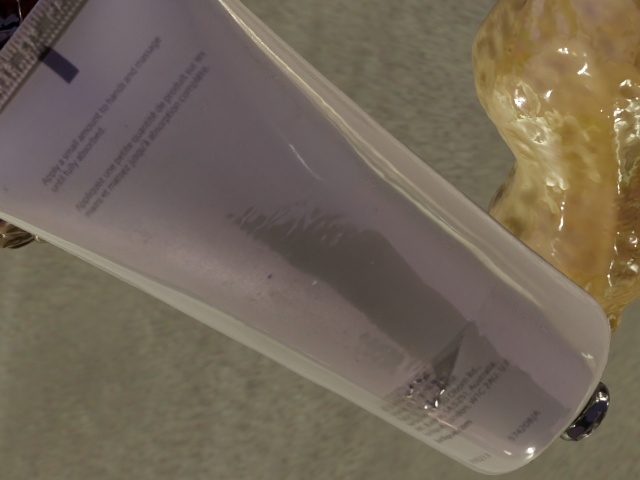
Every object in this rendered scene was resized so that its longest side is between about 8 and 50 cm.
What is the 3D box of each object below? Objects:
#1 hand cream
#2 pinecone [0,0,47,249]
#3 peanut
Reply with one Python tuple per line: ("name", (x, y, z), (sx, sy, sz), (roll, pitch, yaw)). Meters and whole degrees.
("hand cream", (0.000, 0.000, 0.461), (0.186, 0.054, 0.087), (34, 107, -22))
("pinecone", (-0.135, -0.100, 0.868), (0.184, 0.179, 0.204), (-35, 76, 53))
("peanut", (0.129, -0.051, 0.865), (0.117, 0.101, 0.263), (30, 142, 29))
